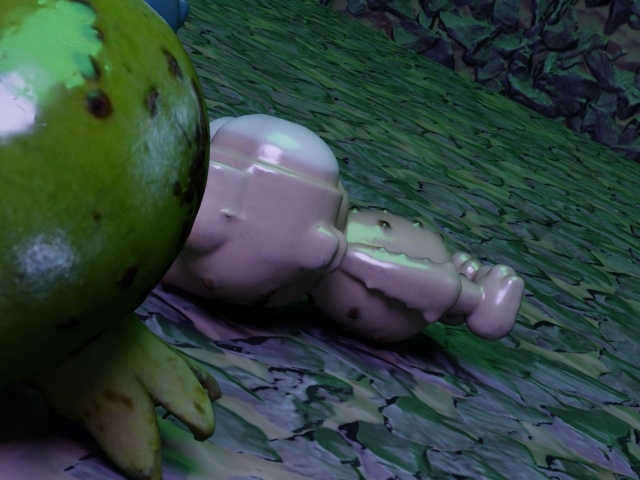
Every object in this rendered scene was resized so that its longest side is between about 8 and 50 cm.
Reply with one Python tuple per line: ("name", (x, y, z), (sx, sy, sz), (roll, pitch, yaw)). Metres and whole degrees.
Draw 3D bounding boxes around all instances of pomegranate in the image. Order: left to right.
("pomegranate", (-0.137, -0.007, 0.683), (0.263, 0.211, 0.211), (63, 3, -18))

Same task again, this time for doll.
("doll", (0.002, 0.001, 1.006), (0.278, 0.119, 0.154), (20, -1, -41))

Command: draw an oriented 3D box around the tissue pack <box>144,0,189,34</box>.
("tissue pack", (-0.226, -0.144, 0.975), (0.287, 0.198, 0.206), (31, 16, 35))
